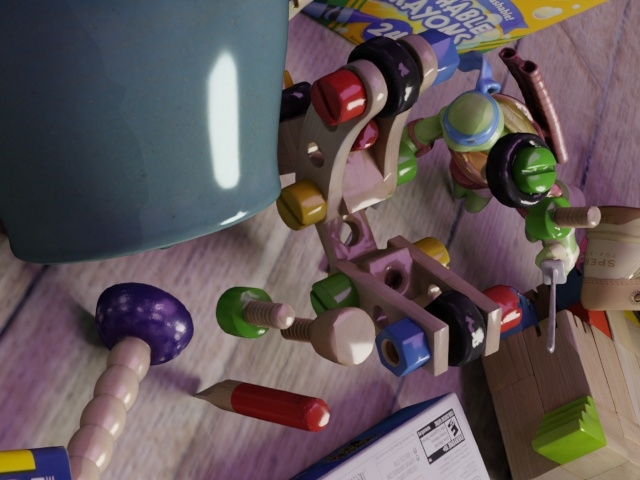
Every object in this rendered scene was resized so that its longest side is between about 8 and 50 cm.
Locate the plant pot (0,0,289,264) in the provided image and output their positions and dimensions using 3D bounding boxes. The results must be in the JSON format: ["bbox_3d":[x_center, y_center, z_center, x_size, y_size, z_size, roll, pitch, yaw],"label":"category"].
[{"bbox_3d":[-0.137,-0.129,0.919,0.272,0.272,0.255,-32,113,-56],"label":"plant pot"}]

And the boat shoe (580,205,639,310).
[{"bbox_3d":[0.403,0.049,1.391,0.341,0.122,0.110,11,85,-15],"label":"boat shoe"}]

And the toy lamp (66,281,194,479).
[{"bbox_3d":[-0.150,0.145,0.900,0.080,0.080,0.274,47,39,-29],"label":"toy lamp"}]

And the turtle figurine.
[{"bbox_3d":[0.138,-0.024,1.327,0.266,0.198,0.274,16,69,-68],"label":"turtle figurine"}]

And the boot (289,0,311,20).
[{"bbox_3d":[-0.035,-0.202,1.165,0.077,0.165,0.213,48,37,-27],"label":"boot"}]

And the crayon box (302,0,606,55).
[{"bbox_3d":[0.155,-0.269,1.326,0.203,0.323,0.083,25,54,-46],"label":"crayon box"}]

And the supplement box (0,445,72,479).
[{"bbox_3d":[-0.277,0.205,0.582,0.356,0.195,0.194,4,69,-53],"label":"supplement box"}]

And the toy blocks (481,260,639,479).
[{"bbox_3d":[0.276,0.147,1.436,0.381,0.191,0.261,31,38,-45],"label":"toy blocks"}]

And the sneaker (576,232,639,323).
[{"bbox_3d":[0.344,0.059,1.653,0.075,0.063,0.170,-33,103,-58],"label":"sneaker"}]

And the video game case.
[{"bbox_3d":[0.071,0.277,1.151,0.269,0.061,0.244,-21,88,-56],"label":"video game case"}]

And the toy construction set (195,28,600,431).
[{"bbox_3d":[0.000,0.000,1.104,0.309,0.237,0.257,-51,119,-24],"label":"toy construction set"}]
